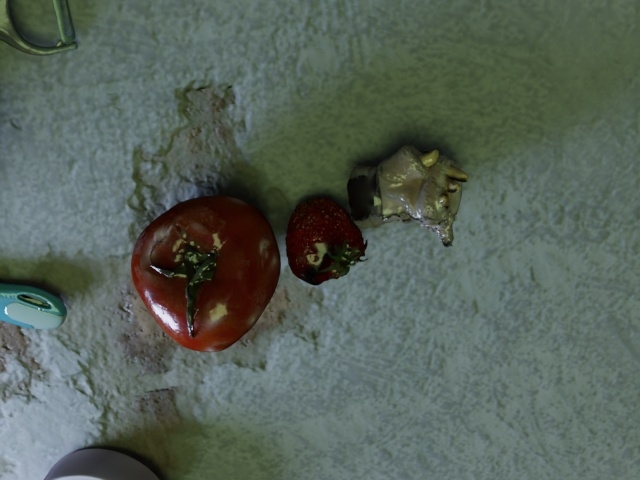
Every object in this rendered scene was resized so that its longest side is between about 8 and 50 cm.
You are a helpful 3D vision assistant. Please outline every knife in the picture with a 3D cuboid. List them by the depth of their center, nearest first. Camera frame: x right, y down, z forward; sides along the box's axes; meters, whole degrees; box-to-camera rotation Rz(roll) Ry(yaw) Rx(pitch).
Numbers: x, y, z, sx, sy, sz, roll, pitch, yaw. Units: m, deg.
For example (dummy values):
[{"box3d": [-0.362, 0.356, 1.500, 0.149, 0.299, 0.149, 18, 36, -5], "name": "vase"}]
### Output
[{"box3d": [-0.416, -0.251, 1.257, 0.277, 0.053, 0.123, -5, 115, 2], "name": "knife"}, {"box3d": [-0.430, 0.064, 1.456, 0.222, 0.031, 0.064, 19, 123, -6], "name": "knife"}]

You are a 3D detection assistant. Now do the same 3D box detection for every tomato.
[{"box3d": [-0.127, 0.038, 1.363, 0.187, 0.151, 0.187, -3, 80, 15], "name": "tomato"}]

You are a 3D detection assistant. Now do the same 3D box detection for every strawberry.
[{"box3d": [-0.001, 0.000, 1.383, 0.106, 0.106, 0.106, 0, 121, 0], "name": "strawberry"}]

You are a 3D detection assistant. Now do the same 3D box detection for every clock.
[{"box3d": [-0.308, 0.391, 1.608, 0.196, 0.068, 0.197, 4, 115, 9], "name": "clock"}]

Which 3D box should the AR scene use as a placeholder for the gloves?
[{"box3d": [0.104, -0.058, 1.344, 0.144, 0.094, 0.110, 13, 98, 18], "name": "gloves"}]
